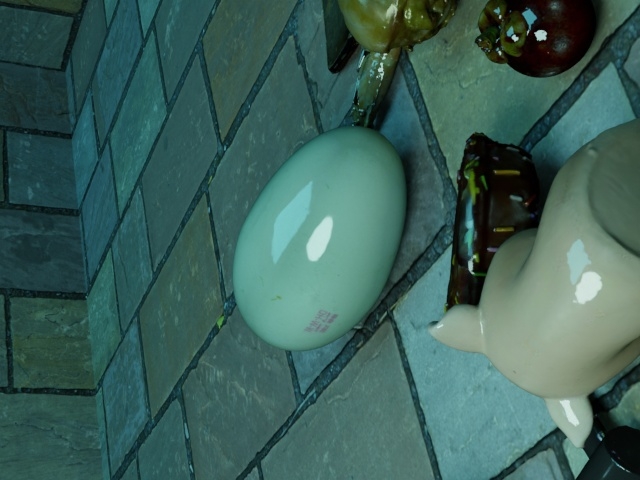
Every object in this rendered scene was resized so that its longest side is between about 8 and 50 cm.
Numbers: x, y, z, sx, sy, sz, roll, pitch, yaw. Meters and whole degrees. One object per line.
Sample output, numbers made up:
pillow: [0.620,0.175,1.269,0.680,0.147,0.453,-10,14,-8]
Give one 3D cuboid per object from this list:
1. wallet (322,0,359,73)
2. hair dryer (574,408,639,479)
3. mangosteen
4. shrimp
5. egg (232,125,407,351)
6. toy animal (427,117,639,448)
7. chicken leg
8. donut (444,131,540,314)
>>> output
wallet: [0.034,-0.407,1.642,0.122,0.031,0.232,136,135,-60]
hair dryer: [0.270,0.201,1.051,0.248,0.070,0.114,-116,40,-51]
mangosteen: [0.238,-0.243,1.105,0.140,0.140,0.140,-17,70,61]
shrimp: [0.083,-0.275,1.517,0.143,0.052,0.251,-121,48,-66]
egg: [0.000,0.000,1.426,0.371,0.229,0.230,-65,33,28]
toy animal: [0.260,0.030,0.950,0.195,0.213,0.256,35,137,10]
chicken leg: [0.135,-0.457,1.362,0.295,0.182,0.410,-49,27,36]
donut: [0.201,-0.012,1.125,0.216,0.095,0.230,82,-165,-71]
